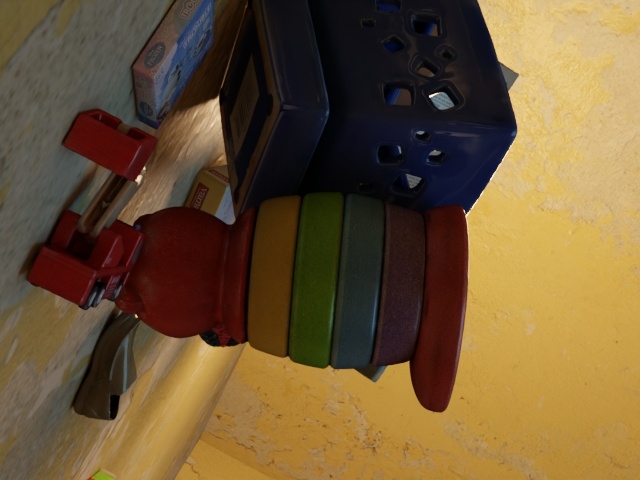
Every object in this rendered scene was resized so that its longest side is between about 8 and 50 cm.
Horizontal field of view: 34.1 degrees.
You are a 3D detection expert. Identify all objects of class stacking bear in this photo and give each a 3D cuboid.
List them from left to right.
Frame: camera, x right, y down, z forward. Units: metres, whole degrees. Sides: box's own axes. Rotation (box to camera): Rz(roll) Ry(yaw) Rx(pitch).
[{"bbox_3d":[-0.027,0.035,0.903,0.164,0.289,0.175,94,0,-55],"label":"stacking bear"}]

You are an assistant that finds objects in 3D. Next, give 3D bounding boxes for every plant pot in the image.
[{"bbox_3d":[0.026,-0.124,1.002,0.236,0.212,0.235,116,-31,-50],"label":"plant pot"}]

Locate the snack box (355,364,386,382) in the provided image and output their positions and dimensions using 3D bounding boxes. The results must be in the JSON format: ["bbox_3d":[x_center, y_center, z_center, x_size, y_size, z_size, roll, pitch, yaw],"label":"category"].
[{"bbox_3d":[-0.030,0.108,1.692,0.060,0.322,0.187,-57,178,2],"label":"snack box"}]

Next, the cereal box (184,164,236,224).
[{"bbox_3d":[-0.104,-0.019,1.302,0.240,0.047,0.173,-19,139,-63],"label":"cereal box"}]

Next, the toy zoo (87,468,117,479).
[{"bbox_3d":[-0.381,0.446,1.505,0.192,0.030,0.293,-62,178,-1],"label":"toy zoo"}]

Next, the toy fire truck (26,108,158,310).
[{"bbox_3d":[-0.158,-0.020,0.765,0.135,0.047,0.192,-64,179,1],"label":"toy fire truck"}]

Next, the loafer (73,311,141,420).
[{"bbox_3d":[-0.223,0.137,1.143,0.148,0.050,0.056,-63,178,27],"label":"loafer"}]

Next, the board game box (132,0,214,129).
[{"bbox_3d":[-0.109,-0.140,0.785,0.090,0.020,0.090,-61,176,-19],"label":"board game box"}]

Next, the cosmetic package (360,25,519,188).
[{"bbox_3d":[0.084,-0.116,1.268,0.160,0.113,0.309,16,111,-51],"label":"cosmetic package"}]

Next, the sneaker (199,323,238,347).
[{"bbox_3d":[-0.138,0.023,1.515,0.125,0.104,0.261,-110,-149,-53],"label":"sneaker"}]
